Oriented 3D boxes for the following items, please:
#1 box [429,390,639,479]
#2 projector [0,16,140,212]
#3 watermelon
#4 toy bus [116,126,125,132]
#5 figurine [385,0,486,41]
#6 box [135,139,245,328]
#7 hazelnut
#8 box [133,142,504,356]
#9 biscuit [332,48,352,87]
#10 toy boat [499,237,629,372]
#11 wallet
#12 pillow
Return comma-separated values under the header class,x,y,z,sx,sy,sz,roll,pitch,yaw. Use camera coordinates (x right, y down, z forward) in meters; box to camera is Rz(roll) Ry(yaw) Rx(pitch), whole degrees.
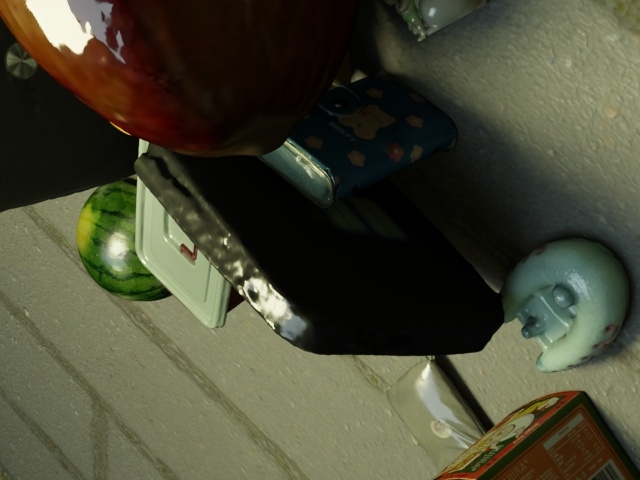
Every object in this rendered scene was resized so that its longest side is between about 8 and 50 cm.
class,x,y,z,sx,sy,sz,roll,pitch,yaw
box,0.235,0.297,1.561,0.148,0.195,0.177,56,149,2
projector,-0.454,-0.249,1.795,0.242,0.405,0.395,11,114,51
watermelon,-0.315,0.017,2.148,0.232,0.127,0.204,34,138,25
toy bus,-0.212,-0.202,1.777,0.069,0.162,0.074,37,140,30
figurine,0.096,-0.281,1.342,0.146,0.098,0.081,60,161,-6
box,-0.130,-0.045,1.797,0.193,0.167,0.294,43,146,25
hazelnut,-0.135,-0.276,1.305,0.352,0.421,0.421,-8,115,20
box,0.000,0.000,1.463,0.359,0.350,0.091,47,118,36
biscuit,-0.075,-0.252,1.604,0.274,0.091,0.213,-1,108,52
toy boat,0.257,0.077,1.455,0.134,0.079,0.208,54,150,11
wallet,0.035,-0.117,1.467,0.141,0.202,0.059,38,136,30
pillow,0.179,0.276,1.755,0.255,0.059,0.169,53,151,7
